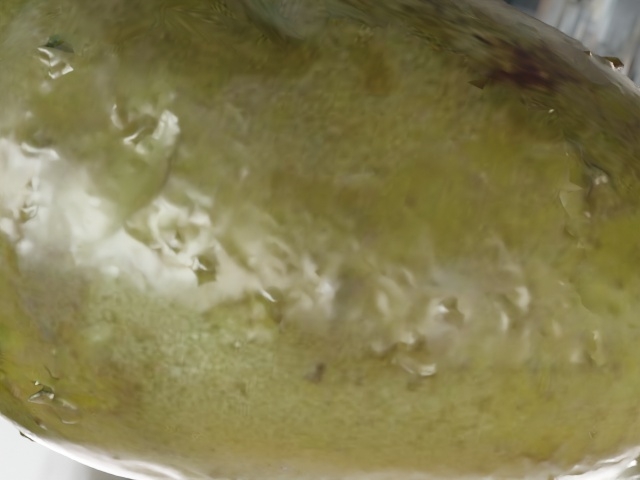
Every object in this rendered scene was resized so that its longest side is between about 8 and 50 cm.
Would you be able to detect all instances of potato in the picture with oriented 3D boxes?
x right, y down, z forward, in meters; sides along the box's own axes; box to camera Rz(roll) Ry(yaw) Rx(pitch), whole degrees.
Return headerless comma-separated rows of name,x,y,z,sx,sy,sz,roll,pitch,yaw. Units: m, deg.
potato,0.009,-0.012,0.809,0.359,0.270,0.219,12,140,-3
